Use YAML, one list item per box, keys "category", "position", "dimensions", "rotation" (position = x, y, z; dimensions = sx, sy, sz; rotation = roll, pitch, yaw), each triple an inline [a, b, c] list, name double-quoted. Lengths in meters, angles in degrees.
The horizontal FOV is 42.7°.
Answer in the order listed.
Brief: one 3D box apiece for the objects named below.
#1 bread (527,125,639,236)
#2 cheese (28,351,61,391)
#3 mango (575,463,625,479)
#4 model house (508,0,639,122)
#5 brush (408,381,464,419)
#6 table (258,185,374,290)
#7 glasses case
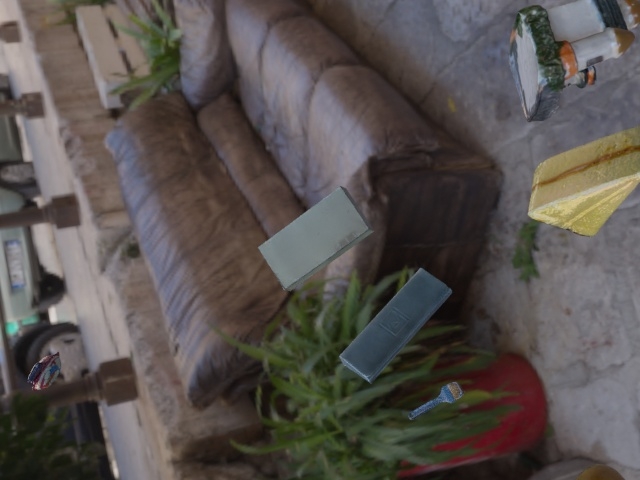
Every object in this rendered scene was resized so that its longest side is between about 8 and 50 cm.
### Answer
- category: "bread"
  position: [0.590, -0.155, 1.813]
  dimensions: [0.264, 0.163, 0.167]
  rotation: [110, 178, -55]
- category: "cheese"
  position: [-0.573, 0.272, 1.692]
  dimensions: [0.095, 0.038, 0.145]
  rotation: [-62, -2, -9]
- category: "mango"
  position: [0.629, 0.627, 1.842]
  dimensions: [0.175, 0.254, 0.139]
  rotation: [44, 146, 12]
- category: "model house"
  position: [0.551, -0.396, 1.687]
  dimensions: [0.271, 0.301, 0.190]
  rotation: [49, -158, -77]
- category: "brush"
  position: [0.307, 0.433, 2.190]
  dimensions: [0.051, 0.164, 0.014]
  rotation: [61, -174, 37]
- category: "table"
  position: [0.000, 0.000, 1.865]
  dimensions: [0.121, 0.240, 0.111]
  rotation: [58, -166, 15]
- category: "glasses case"
  position: [0.157, 0.177, 1.756]
  dimensions: [0.105, 0.266, 0.056]
  rotation: [26, 158, 54]
